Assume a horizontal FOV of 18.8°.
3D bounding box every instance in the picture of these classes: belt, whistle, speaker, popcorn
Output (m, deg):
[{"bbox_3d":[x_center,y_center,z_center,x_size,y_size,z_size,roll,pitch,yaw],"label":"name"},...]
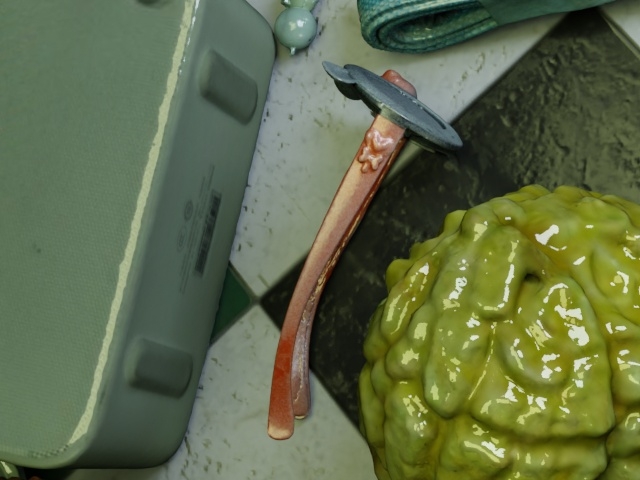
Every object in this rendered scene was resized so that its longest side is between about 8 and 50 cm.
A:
[{"bbox_3d":[0.171,-0.206,1.466,0.302,0.087,0.072,-10,64,19],"label":"belt"},{"bbox_3d":[-0.015,-0.197,1.563,0.035,0.035,0.100,6,81,23],"label":"whistle"},{"bbox_3d":[-0.167,-0.023,1.508,0.183,0.184,0.406,10,84,23],"label":"speaker"},{"bbox_3d":[0.142,0.085,1.332,0.270,0.258,0.224,-43,85,5],"label":"popcorn"}]

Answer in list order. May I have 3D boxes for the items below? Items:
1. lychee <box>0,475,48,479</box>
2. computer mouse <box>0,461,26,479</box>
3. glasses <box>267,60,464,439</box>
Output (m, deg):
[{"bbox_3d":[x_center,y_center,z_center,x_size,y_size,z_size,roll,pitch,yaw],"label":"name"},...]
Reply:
[{"bbox_3d":[-0.228,0.291,1.437,0.236,0.236,0.271,32,126,24],"label":"lychee"},{"bbox_3d":[-0.302,0.194,1.588,0.181,0.056,0.089,1,97,31],"label":"computer mouse"},{"bbox_3d":[0.000,0.000,1.414,0.118,0.234,0.268,30,92,0],"label":"glasses"}]
